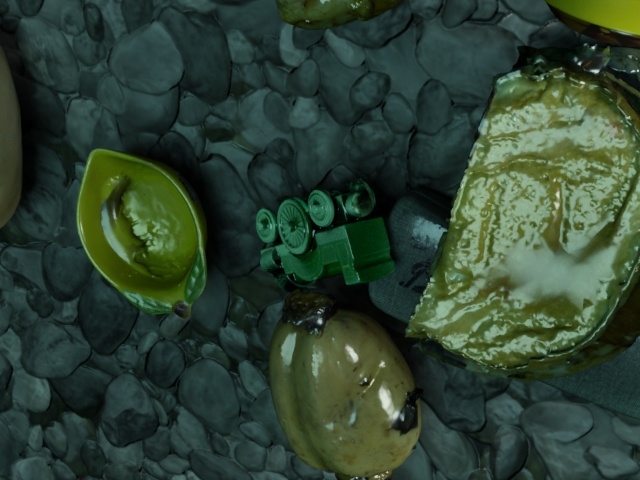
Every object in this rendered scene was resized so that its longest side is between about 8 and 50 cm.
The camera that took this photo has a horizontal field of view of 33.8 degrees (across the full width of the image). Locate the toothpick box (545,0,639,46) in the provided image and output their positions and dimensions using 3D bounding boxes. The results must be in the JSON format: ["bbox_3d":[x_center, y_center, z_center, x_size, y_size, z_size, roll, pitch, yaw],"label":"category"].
[{"bbox_3d":[0.266,-0.294,0.816,0.175,0.175,0.271,21,120,14],"label":"toothpick box"}]

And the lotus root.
[{"bbox_3d":[0.028,0.158,1.102,0.154,0.140,0.257,4,127,31],"label":"lotus root"}]

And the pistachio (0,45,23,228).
[{"bbox_3d":[-0.425,-0.127,1.192,0.166,0.197,0.288,-4,101,-21],"label":"pistachio"}]

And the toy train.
[{"bbox_3d":[0.000,0.000,1.071,0.178,0.071,0.105,-17,89,55],"label":"toy train"}]

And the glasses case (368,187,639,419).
[{"bbox_3d":[0.207,0.061,1.034,0.323,0.074,0.131,23,115,14],"label":"glasses case"}]

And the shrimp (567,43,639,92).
[{"bbox_3d":[0.253,-0.105,0.968,0.217,0.051,0.150,2,108,14],"label":"shrimp"}]

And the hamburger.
[{"bbox_3d":[0.211,-0.011,0.905,0.211,0.132,0.309,22,106,11],"label":"hamburger"}]

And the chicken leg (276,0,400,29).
[{"bbox_3d":[0.054,-0.261,0.967,0.227,0.088,0.103,-13,91,30],"label":"chicken leg"}]

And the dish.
[{"bbox_3d":[-0.183,-0.016,1.168,0.148,0.080,0.208,-23,98,25],"label":"dish"}]
